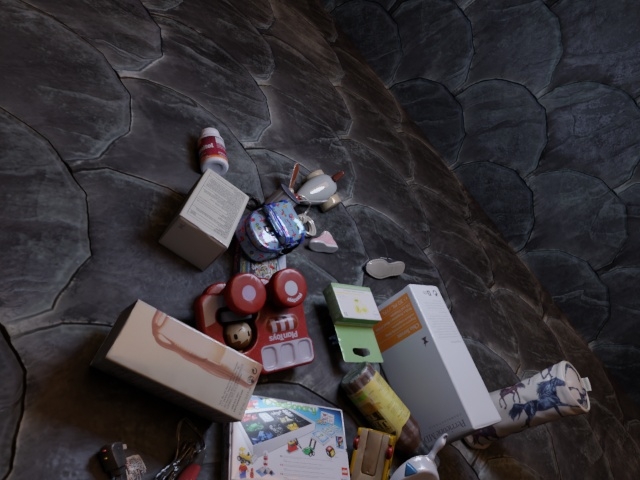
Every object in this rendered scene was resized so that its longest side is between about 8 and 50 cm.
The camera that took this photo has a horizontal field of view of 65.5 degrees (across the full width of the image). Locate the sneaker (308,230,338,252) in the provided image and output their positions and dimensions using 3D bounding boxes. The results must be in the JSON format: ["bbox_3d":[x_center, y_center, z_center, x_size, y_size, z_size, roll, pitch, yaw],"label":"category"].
[{"bbox_3d":[0.000,0.000,1.716,0.134,0.051,0.070,12,47,-46],"label":"sneaker"}]

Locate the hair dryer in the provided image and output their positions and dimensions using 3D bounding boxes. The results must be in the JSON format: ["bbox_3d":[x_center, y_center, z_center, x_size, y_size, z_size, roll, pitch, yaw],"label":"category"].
[{"bbox_3d":[-0.264,0.480,0.919,0.224,0.080,0.293,3,55,-48],"label":"hair dryer"}]

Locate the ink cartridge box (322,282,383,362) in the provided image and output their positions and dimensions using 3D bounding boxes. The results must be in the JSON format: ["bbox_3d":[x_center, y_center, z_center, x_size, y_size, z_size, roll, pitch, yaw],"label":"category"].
[{"bbox_3d":[0.112,0.246,1.499,0.171,0.056,0.235,12,46,-40],"label":"ink cartridge box"}]

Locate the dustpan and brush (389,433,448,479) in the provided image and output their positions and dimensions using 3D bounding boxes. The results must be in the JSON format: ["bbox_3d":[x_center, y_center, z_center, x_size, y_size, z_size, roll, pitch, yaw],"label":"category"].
[{"bbox_3d":[0.281,0.610,1.331,0.147,0.211,0.060,36,8,-19],"label":"dustpan and brush"}]

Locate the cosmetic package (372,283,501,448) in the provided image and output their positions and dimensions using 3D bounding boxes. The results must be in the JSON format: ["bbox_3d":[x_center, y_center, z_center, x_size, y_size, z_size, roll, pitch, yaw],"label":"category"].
[{"bbox_3d":[0.330,0.387,1.547,0.161,0.230,0.453,8,50,-43],"label":"cosmetic package"}]

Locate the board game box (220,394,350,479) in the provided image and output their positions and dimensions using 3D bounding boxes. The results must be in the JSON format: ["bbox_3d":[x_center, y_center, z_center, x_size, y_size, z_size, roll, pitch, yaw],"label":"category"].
[{"bbox_3d":[-0.076,0.467,1.139,0.305,0.053,0.193,19,43,-27],"label":"board game box"}]

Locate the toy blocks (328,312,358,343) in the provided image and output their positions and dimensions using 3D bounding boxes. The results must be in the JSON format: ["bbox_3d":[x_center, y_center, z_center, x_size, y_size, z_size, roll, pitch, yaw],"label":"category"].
[{"bbox_3d":[0.068,0.259,1.533,0.148,0.054,0.123,-5,61,-50],"label":"toy blocks"}]

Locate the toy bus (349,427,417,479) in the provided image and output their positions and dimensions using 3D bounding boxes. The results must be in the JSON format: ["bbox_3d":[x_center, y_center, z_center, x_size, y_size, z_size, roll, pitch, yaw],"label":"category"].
[{"bbox_3d":[0.127,0.570,1.242,0.191,0.202,0.104,58,4,26],"label":"toy bus"}]

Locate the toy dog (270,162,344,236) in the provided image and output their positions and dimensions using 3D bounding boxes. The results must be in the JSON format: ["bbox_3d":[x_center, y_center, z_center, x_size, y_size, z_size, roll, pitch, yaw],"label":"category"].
[{"bbox_3d":[-0.022,-0.182,1.769,0.220,0.161,0.333,44,34,-7],"label":"toy dog"}]

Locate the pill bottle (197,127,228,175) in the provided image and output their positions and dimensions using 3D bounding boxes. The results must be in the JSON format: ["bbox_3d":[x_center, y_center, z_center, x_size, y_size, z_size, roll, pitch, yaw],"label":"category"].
[{"bbox_3d":[-0.343,-0.281,1.573,0.086,0.086,0.152,16,45,-39],"label":"pill bottle"}]

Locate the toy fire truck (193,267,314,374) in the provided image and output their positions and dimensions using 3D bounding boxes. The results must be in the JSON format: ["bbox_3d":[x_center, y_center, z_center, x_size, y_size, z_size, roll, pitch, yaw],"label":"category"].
[{"bbox_3d":[-0.156,0.212,1.237,0.302,0.169,0.254,-4,78,-40],"label":"toy fire truck"}]

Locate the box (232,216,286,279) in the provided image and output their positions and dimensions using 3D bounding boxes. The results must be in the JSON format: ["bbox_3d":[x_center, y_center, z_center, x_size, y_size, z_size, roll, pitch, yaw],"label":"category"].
[{"bbox_3d":[-0.177,0.055,1.466,0.159,0.044,0.233,25,40,-30],"label":"box"}]

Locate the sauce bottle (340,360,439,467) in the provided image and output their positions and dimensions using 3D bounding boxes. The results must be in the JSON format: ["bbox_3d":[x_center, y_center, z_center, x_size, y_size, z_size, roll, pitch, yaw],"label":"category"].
[{"bbox_3d":[0.200,0.501,1.391,0.344,0.111,0.111,50,34,1],"label":"sauce bottle"}]

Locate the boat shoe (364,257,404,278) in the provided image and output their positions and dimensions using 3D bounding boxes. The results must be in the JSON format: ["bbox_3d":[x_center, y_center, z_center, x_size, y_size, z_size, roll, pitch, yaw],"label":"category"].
[{"bbox_3d":[0.231,0.100,1.888,0.206,0.075,0.065,3,12,-41],"label":"boat shoe"}]

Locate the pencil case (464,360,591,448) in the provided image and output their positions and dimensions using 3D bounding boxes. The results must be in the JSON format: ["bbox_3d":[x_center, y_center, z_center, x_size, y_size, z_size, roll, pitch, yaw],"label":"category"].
[{"bbox_3d":[0.651,0.534,1.603,0.183,0.410,0.160,10,51,-52],"label":"pencil case"}]

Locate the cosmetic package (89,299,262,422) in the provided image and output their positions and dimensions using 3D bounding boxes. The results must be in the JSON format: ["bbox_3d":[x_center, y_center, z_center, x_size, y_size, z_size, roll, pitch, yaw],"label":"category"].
[{"bbox_3d":[-0.290,0.255,1.021,0.296,0.153,0.129,34,57,-22],"label":"cosmetic package"}]

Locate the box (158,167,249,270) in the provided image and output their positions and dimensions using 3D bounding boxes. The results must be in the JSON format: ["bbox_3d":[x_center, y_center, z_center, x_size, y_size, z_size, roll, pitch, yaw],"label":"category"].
[{"bbox_3d":[-0.311,-0.060,1.355,0.149,0.127,0.232,37,36,-18],"label":"box"}]

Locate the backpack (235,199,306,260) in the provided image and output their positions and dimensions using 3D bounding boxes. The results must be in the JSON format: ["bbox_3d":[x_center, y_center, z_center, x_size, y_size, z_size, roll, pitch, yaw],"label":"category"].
[{"bbox_3d":[-0.150,-0.027,1.424,0.173,0.117,0.158,-18,78,-47],"label":"backpack"}]

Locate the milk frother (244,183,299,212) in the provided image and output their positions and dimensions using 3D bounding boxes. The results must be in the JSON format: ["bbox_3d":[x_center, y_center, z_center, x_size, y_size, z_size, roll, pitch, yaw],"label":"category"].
[{"bbox_3d":[-0.161,-0.128,1.580,0.143,0.135,0.129,47,9,-8],"label":"milk frother"}]
